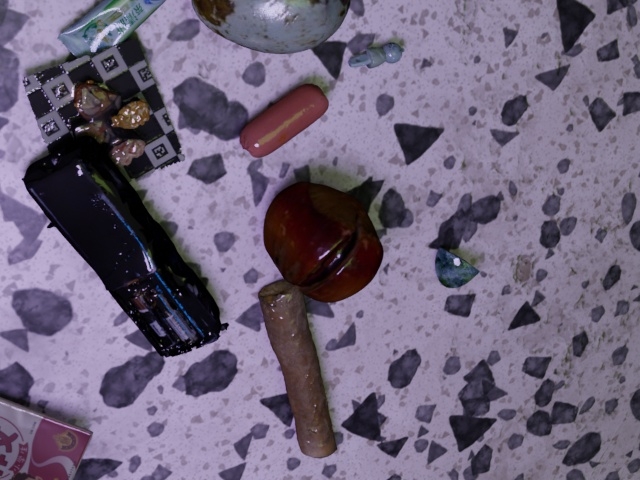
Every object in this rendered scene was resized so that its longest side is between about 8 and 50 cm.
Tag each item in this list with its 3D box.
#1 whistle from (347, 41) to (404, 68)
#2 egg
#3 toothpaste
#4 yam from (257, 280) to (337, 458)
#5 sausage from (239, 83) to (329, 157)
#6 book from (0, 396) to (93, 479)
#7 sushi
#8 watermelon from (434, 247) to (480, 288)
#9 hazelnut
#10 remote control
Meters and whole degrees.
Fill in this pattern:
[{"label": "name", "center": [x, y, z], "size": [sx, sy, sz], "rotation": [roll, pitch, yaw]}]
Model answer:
[{"label": "whistle", "center": [0.092, -0.300, 1.451], "size": [0.100, 0.035, 0.035], "rotation": [-18, 114, -16]}, {"label": "egg", "center": [-0.070, -0.353, 1.285], "size": [0.231, 0.169, 0.169], "rotation": [-6, 111, -8]}, {"label": "toothpaste", "center": [-0.243, -0.364, 1.275], "size": [0.297, 0.048, 0.075], "rotation": [-43, 127, -1]}, {"label": "yam", "center": [-0.036, 0.233, 1.561], "size": [0.081, 0.081, 0.356], "rotation": [-19, 113, -17]}, {"label": "sausage", "center": [-0.059, -0.189, 1.407], "size": [0.154, 0.062, 0.062], "rotation": [-37, 119, -8]}, {"label": "book", "center": [-0.492, 0.327, 1.381], "size": [0.232, 0.022, 0.162], "rotation": [23, 96, -11]}, {"label": "sushi", "center": [-0.310, -0.167, 1.301], "size": [0.193, 0.040, 0.210], "rotation": [-24, 123, -14]}, {"label": "watermelon", "center": [0.247, 0.042, 1.643], "size": [0.061, 0.085, 0.085], "rotation": [-40, 130, -54]}, {"label": "hazelnut", "center": [0.000, 0.000, 1.444], "size": [0.204, 0.178, 0.178], "rotation": [40, 89, -12]}, {"label": "remote control", "center": [-0.294, 0.029, 1.363], "size": [0.145, 0.062, 0.398], "rotation": [-26, 120, 12]}]
